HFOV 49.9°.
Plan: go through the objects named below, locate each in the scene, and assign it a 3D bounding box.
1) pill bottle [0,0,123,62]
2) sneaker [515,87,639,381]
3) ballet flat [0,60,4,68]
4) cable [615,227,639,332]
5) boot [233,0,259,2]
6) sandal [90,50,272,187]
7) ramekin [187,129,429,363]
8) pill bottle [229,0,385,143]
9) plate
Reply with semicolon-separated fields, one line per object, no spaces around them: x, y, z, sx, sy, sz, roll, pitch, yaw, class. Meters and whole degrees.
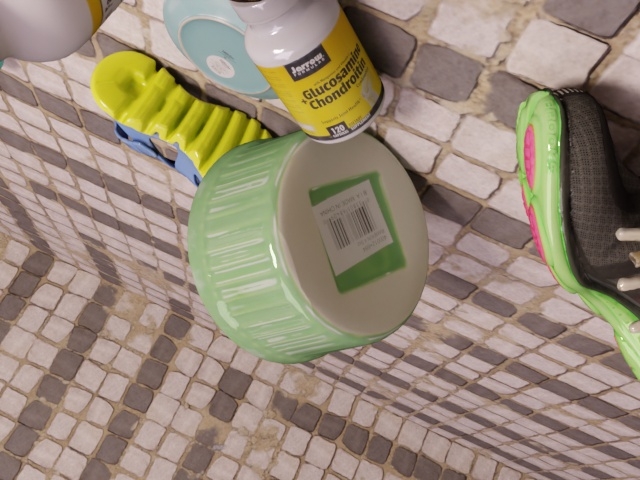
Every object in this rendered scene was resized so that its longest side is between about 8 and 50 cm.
-0.185;-0.242;0.444;0.188;0.334;0.188;31;162;11;pill bottle
0.362;0.005;0.721;0.202;0.185;0.483;-31;122;27;sneaker
-0.571;-0.335;1.011;0.086;0.086;0.248;15;156;22;ballet flat
0.393;0.014;0.578;0.287;0.072;0.139;-13;117;11;cable
-0.001;-0.231;0.509;0.106;0.219;0.082;-1;116;31;boot
-0.180;-0.139;0.990;0.317;0.126;0.138;38;159;-8;sandal
0.000;0.000;0.872;0.303;0.303;0.148;39;147;-29;ramekin
-0.013;-0.192;0.703;0.103;0.103;0.184;7;152;36;pill bottle
-0.110;-0.228;0.830;0.188;0.024;0.188;20;157;9;plate
